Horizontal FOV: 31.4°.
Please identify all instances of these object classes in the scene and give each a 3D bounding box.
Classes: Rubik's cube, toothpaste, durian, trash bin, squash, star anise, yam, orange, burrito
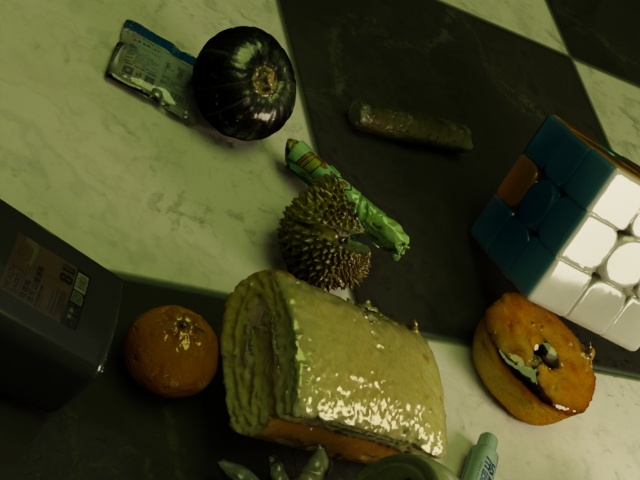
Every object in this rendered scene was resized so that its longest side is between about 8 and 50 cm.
[{"bbox_3d":[0.511,-0.018,2.150,0.291,0.290,0.291,25,16,-24],"label":"Rubik's cube"},{"bbox_3d":[0.230,0.415,1.772,0.075,0.048,0.297,41,42,-11],"label":"toothpaste"},{"bbox_3d":[0.000,0.000,1.865,0.237,0.138,0.193,65,-1,-69],"label":"durian"},{"bbox_3d":[-0.400,0.066,1.388,0.290,0.182,0.209,34,38,-25],"label":"trash bin"},{"bbox_3d":[-0.128,-0.266,1.940,0.193,0.156,0.193,3,80,-19],"label":"squash"},{"bbox_3d":[-0.053,0.368,1.485,0.229,0.093,0.236,39,56,9],"label":"star anise"},{"bbox_3d":[0.185,-0.227,2.285,0.317,0.067,0.071,9,64,-36],"label":"yam"},{"bbox_3d":[-0.199,0.150,1.545,0.136,0.117,0.135,21,54,-31],"label":"orange"},{"bbox_3d":[0.040,-0.065,1.986,0.288,0.104,0.054,40,68,12],"label":"burrito"}]

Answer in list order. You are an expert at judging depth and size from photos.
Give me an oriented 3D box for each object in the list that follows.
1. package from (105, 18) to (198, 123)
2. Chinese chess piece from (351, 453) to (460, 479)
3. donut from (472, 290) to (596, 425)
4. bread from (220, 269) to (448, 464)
[{"bbox_3d":[-0.273,-0.290,1.945,0.171,0.027,0.173,28,39,-18],"label":"package"},{"bbox_3d":[0.101,0.396,1.512,0.092,0.238,0.237,43,35,-29],"label":"Chinese chess piece"},{"bbox_3d":[0.380,0.211,2.035,0.253,0.118,0.253,25,45,-28],"label":"donut"},{"bbox_3d":[0.032,0.189,1.635,0.375,0.165,0.236,26,48,-46],"label":"bread"}]
